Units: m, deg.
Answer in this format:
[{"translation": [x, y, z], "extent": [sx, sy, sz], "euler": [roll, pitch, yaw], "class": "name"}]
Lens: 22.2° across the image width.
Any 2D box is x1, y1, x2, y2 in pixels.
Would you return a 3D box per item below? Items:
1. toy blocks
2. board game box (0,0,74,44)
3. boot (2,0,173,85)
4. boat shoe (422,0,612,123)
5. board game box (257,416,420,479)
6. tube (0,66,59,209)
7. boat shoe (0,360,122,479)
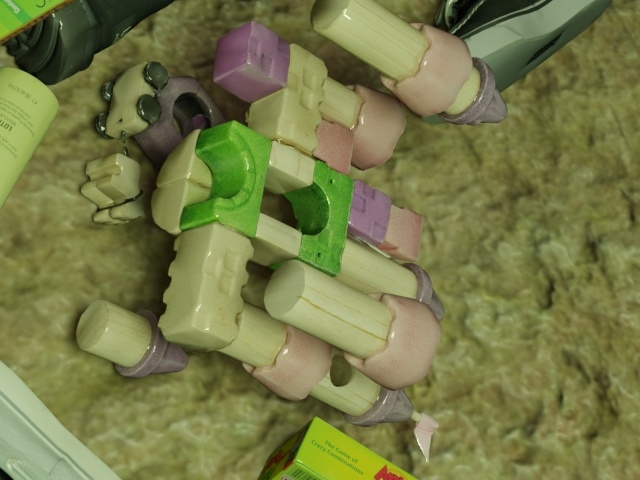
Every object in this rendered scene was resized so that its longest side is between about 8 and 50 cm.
[{"translation": [0.000, 0.000, 1.267], "extent": [0.260, 0.309, 0.288], "euler": [27, 61, -37], "class": "toy blocks"}, {"translation": [-0.306, -0.184, 1.237], "extent": [0.259, 0.039, 0.124], "euler": [-30, 91, 0], "class": "board game box"}, {"translation": [-0.162, -0.378, 1.425], "extent": [0.445, 0.146, 0.367], "euler": [-36, 93, -32], "class": "boot"}, {"translation": [0.161, -0.208, 1.521], "extent": [0.105, 0.113, 0.306], "euler": [46, 51, 11], "class": "boat shoe"}, {"translation": [0.046, 0.212, 1.247], "extent": [0.181, 0.092, 0.043], "euler": [33, 55, -7], "class": "board game box"}, {"translation": [-0.280, -0.026, 1.238], "extent": [0.070, 0.062, 0.240], "euler": [10, 57, 30], "class": "tube"}, {"translation": [-0.201, 0.178, 1.161], "extent": [0.227, 0.079, 0.081], "euler": [44, 63, 7], "class": "boat shoe"}]
